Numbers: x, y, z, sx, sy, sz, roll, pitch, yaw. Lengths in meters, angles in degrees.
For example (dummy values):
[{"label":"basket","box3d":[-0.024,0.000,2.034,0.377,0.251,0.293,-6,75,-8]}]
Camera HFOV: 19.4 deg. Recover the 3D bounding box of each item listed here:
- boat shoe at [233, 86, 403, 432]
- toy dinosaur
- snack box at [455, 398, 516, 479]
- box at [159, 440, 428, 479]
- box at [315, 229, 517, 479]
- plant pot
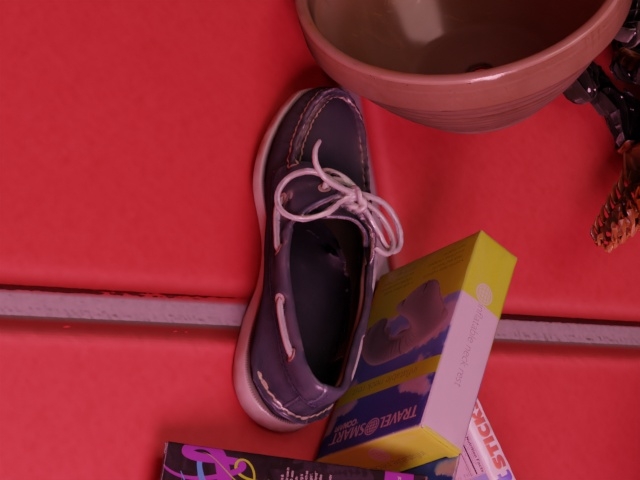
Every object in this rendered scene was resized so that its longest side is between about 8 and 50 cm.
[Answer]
[{"label":"boat shoe","box3d":[0.000,0.000,1.229,0.095,0.079,0.255,29,55,-24]},{"label":"toy dinosaur","box3d":[0.269,-0.127,1.457,0.218,0.164,0.322,50,25,-29]},{"label":"snack box","box3d":[0.111,0.185,1.237,0.022,0.064,0.178,-20,83,-42]},{"label":"box","box3d":[-0.022,0.185,1.109,0.162,0.029,0.116,9,58,-2]},{"label":"box","box3d":[0.061,0.087,1.215,0.042,0.109,0.178,38,51,-23]},{"label":"plant pot","box3d":[0.107,-0.155,1.330,0.110,0.237,0.237,73,32,-46]}]
